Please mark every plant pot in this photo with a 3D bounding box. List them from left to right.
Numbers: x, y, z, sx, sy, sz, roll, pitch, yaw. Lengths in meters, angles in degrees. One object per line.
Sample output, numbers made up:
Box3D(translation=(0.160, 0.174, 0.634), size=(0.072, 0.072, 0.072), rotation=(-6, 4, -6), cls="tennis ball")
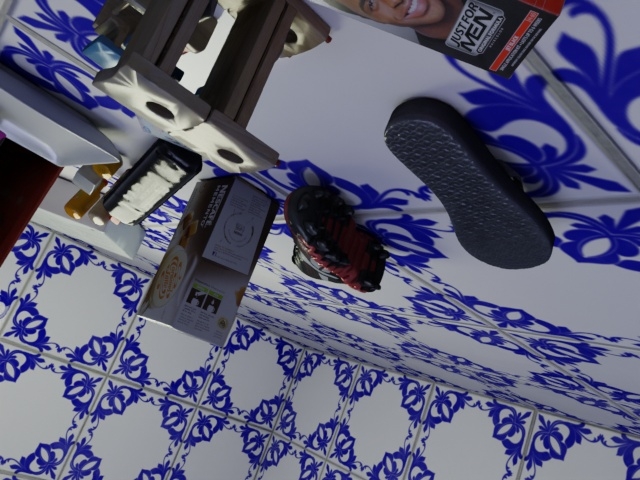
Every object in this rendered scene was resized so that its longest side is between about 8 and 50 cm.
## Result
Box3D(translation=(-0.697, -0.134, 1.083), size=(0.236, 0.267, 0.267), rotation=(22, 170, 48), cls="plant pot")

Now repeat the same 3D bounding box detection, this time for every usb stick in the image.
Box3D(translation=(-0.273, -0.088, 0.908), size=(0.077, 0.045, 0.278), rotation=(37, 145, -22), cls="usb stick")

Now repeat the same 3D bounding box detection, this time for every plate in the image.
Box3D(translation=(-0.478, -0.206, 0.895), size=(0.277, 0.045, 0.278), rotation=(7, 159, 47), cls="plate")

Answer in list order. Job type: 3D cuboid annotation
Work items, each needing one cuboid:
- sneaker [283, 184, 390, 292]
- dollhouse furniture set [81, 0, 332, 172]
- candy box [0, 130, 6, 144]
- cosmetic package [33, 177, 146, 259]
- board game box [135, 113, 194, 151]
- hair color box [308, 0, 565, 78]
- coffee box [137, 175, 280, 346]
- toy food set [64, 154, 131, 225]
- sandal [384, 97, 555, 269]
Box3D(translation=(0.000, 0.001, 0.856), size=(0.135, 0.097, 0.276), rotation=(10, 163, 30), cls="sneaker")
Box3D(translation=(-0.110, -0.137, 0.469), size=(0.129, 0.129, 0.184), rotation=(33, 160, -36), cls="dollhouse furniture set")
Box3D(translation=(-0.639, -0.117, 0.898), size=(0.071, 0.233, 0.159), rotation=(12, 160, 38), cls="candy box")
Box3D(translation=(-0.675, -0.086, 1.485), size=(0.378, 0.097, 0.284), rotation=(21, 167, 2), cls="cosmetic package")
Box3D(translation=(-0.196, -0.152, 0.748), size=(0.090, 0.020, 0.090), rotation=(21, 165, -1), cls="board game box")
Box3D(translation=(0.065, -0.154, 0.338), size=(0.141, 0.043, 0.072), rotation=(22, 166, 1), cls="hair color box")
Box3D(translation=(-0.179, 0.030, 0.917), size=(0.098, 0.246, 0.141), rotation=(31, 163, -35), cls="coffee box")
Box3D(translation=(-0.395, -0.108, 1.090), size=(0.111, 0.104, 0.232), rotation=(38, 141, -13), cls="toy food set")
Box3D(translation=(0.162, -0.052, 0.566), size=(0.097, 0.054, 0.254), rotation=(-4, 142, 43), cls="sandal")
